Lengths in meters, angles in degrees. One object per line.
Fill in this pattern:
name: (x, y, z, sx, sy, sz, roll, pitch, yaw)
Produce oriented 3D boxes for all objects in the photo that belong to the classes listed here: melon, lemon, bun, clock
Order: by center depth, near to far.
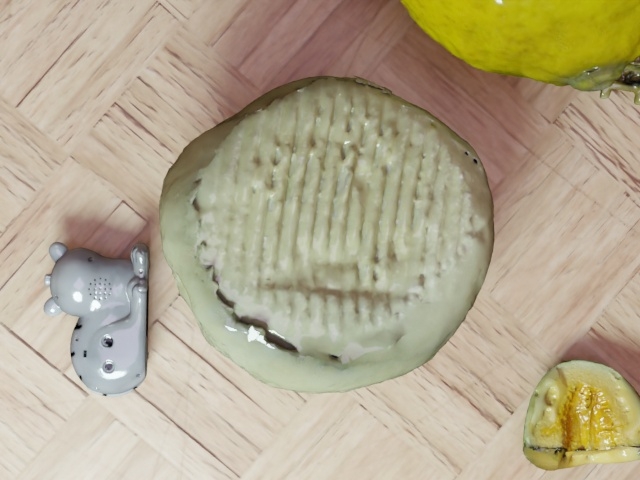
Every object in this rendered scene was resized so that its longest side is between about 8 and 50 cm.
lemon: (0.226, -0.335, 1.108, 0.349, 0.350, 0.387, -10, 87, -3)
bun: (0.000, 0.000, 1.180, 0.359, 0.211, 0.360, 2, 79, -13)
clock: (-0.253, 0.090, 1.241, 0.117, 0.080, 0.176, 1, 94, -5)
melon: (0.309, 0.207, 1.300, 0.160, 0.079, 0.128, 1, 77, -3)

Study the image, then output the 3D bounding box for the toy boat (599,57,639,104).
toy boat: (0.364, -0.270, 1.251, 0.068, 0.088, 0.226, 8, 95, -4)
